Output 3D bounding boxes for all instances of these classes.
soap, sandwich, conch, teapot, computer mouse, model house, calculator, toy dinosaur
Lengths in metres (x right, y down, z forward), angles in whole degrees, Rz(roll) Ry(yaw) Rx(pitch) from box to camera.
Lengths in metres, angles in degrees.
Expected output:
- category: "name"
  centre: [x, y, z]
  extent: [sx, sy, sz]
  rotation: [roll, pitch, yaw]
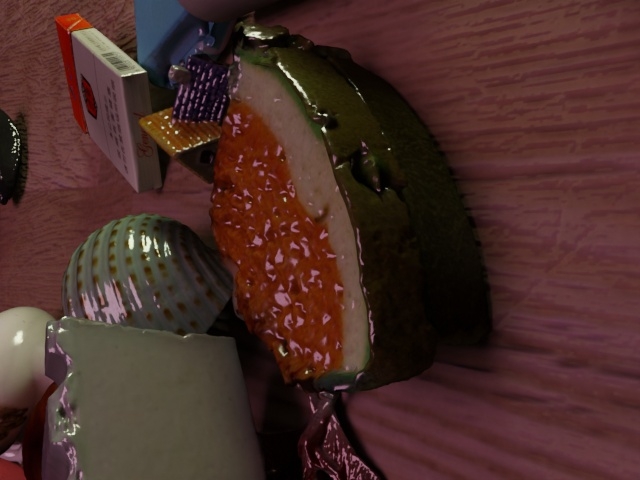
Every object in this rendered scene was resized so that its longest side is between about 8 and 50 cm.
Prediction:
- category: "soap"
  centre: [-0.150, 0.239, 0.677]
  extent: [0.302, 0.159, 0.257]
  rotation: [117, 145, -46]
- category: "sandwich"
  centre: [0.007, -0.001, 0.587]
  extent: [0.292, 0.109, 0.212]
  rotation: [53, 132, 46]
- category: "conch"
  centre: [-0.162, 0.041, 0.764]
  extent: [0.200, 0.131, 0.172]
  rotation: [-45, 13, 29]
- category: "teapot"
  centre: [-0.397, 0.191, 1.079]
  extent: [0.298, 0.139, 0.204]
  rotation: [-46, 23, 43]
- category: "computer mouse"
  centre: [-0.504, -0.138, 1.343]
  extent: [0.099, 0.057, 0.172]
  rotation: [-27, 75, 47]
- category: "model house"
  centre: [-0.091, -0.105, 0.735]
  extent: [0.088, 0.100, 0.100]
  rotation: [43, 118, 48]
- category: "calculator"
  centre: [-0.148, -0.299, 0.884]
  extent: [0.173, 0.051, 0.292]
  rotation: [-32, 60, 50]
- category: "toy dinosaur"
  centre: [-0.001, 0.162, 0.629]
  extent: [0.220, 0.032, 0.108]
  rotation: [9, 89, 52]

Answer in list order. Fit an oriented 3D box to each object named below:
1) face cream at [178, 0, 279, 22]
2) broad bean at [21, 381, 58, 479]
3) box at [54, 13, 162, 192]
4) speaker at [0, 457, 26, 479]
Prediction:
- category: "face cream"
  centre: [-0.037, -0.246, 0.689]
  extent: [0.214, 0.096, 0.095]
  rotation: [1, 85, 53]
- category: "broad bean"
  centre: [-0.224, 0.208, 0.848]
  extent: [0.229, 0.122, 0.156]
  rotation: [-22, 65, 54]
- category: "box"
  centre: [-0.246, -0.164, 0.971]
  extent: [0.245, 0.035, 0.139]
  rotation: [42, 142, 47]
- category: "speaker"
  centre: [-0.410, 0.371, 0.934]
  extent: [0.294, 0.294, 0.294]
  rotation: [-12, 75, 52]
